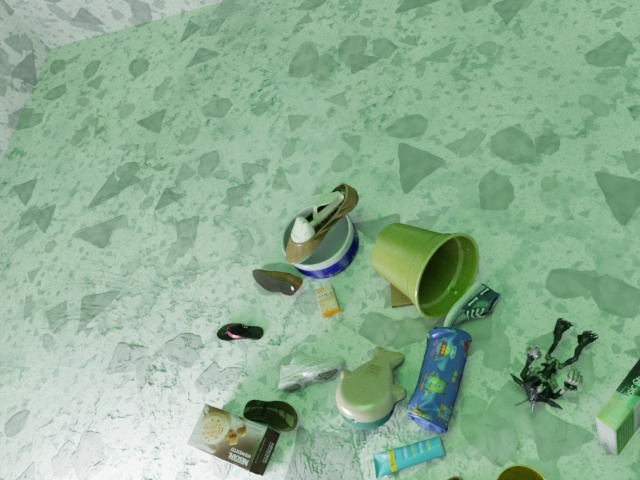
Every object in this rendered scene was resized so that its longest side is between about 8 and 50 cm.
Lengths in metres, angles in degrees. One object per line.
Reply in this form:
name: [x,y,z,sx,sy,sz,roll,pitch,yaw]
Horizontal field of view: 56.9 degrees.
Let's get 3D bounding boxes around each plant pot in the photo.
plant pot: [0.513,0.644,1.490,0.134,0.095,0.134,-11,57,18]
plant pot: [0.302,0.068,1.829,0.276,0.276,0.254,-50,43,-11]

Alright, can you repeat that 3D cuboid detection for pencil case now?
pencil case: [0.340,0.392,1.703,0.133,0.119,0.306,16,67,12]

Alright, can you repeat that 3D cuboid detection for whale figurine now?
whale figurine: [0.160,0.443,1.764,0.216,0.141,0.272,10,40,27]

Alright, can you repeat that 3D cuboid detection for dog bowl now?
dog bowl: [0.000,0.000,2.100,0.265,0.104,0.265,-11,56,17]

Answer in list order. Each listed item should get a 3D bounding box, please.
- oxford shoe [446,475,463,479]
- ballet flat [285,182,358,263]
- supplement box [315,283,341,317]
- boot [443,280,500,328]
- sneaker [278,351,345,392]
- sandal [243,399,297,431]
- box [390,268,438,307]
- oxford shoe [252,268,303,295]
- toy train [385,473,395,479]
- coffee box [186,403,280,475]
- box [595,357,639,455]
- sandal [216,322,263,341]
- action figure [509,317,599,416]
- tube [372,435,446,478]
oxford shoe: [0.284,0.727,1.534,0.097,0.098,0.271,35,78,35]
ballet flat: [-0.009,-0.070,2.003,0.342,0.124,0.116,-43,53,-6]
supplement box: [0.025,0.204,2.005,0.062,0.036,0.098,-24,54,7]
boot: [0.461,0.212,1.792,0.086,0.069,0.190,32,75,38]
sneaker: [-0.035,0.398,1.883,0.232,0.090,0.115,-20,51,10]
sandal: [-0.152,0.554,1.860,0.219,0.060,0.090,-6,51,37]
box: [0.308,0.118,1.946,0.164,0.021,0.201,-11,57,17]
oxford shoe: [-0.154,0.140,2.116,0.212,0.076,0.076,16,38,33]
toy train: [0.147,0.709,1.638,0.166,0.046,0.125,-38,54,-2]
coffee box: [-0.272,0.620,1.839,0.246,0.098,0.141,11,66,29]
box: [0.797,0.362,1.456,0.058,0.232,0.322,32,76,39]
sandal: [-0.286,0.317,2.067,0.179,0.040,0.067,-3,59,21]
action figure: [0.627,0.341,1.602,0.164,0.141,0.276,31,74,23]
tube: [0.247,0.606,1.659,0.207,0.052,0.080,-23,26,12]
